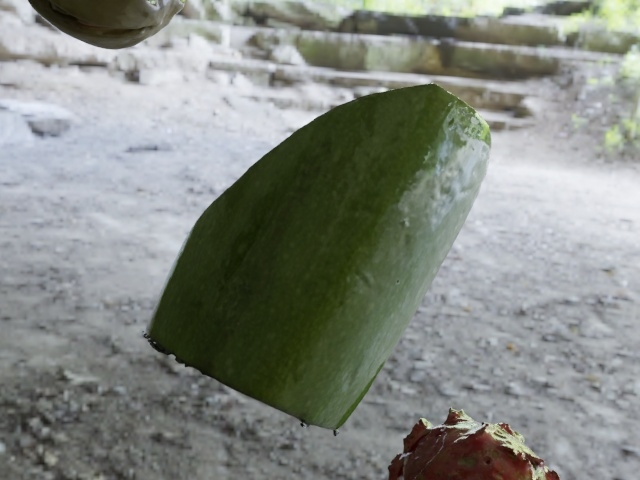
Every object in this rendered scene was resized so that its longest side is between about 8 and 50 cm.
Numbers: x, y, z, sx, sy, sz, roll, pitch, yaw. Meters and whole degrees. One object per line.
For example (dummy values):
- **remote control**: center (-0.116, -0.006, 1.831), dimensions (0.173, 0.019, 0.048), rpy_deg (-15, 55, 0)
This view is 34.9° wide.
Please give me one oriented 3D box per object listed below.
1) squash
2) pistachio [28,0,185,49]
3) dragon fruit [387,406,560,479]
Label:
- **squash**: center (0.000, 0.000, 0.785), dimensions (0.189, 0.261, 0.189), rpy_deg (26, -1, 1)
- **pistachio**: center (-0.250, -0.285, 1.171), dimensions (0.184, 0.125, 0.124), rpy_deg (15, 12, -8)
- **dragon fruit**: center (0.183, 0.314, 1.178), dimensions (0.210, 0.205, 0.268), rpy_deg (32, 0, -15)
